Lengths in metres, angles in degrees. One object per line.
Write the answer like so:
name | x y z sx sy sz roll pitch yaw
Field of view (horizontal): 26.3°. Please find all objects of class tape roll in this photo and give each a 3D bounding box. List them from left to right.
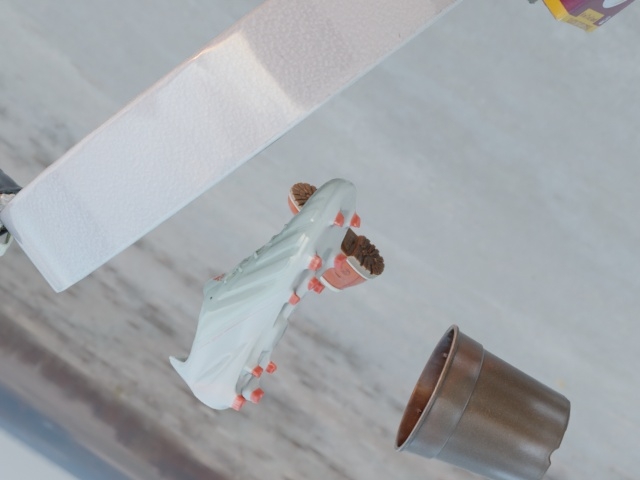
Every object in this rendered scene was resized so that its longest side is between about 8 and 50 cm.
tape roll | -0.046 -0.106 0.953 0.072 0.392 0.392 53 165 -5

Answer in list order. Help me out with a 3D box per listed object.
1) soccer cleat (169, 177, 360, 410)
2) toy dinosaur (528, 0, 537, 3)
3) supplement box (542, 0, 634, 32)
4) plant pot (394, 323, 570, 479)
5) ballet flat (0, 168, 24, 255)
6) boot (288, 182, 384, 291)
soccer cleat | -0.043 0.032 0.989 0.076 0.196 0.068 34 -169 18
toy dinosaur | 0.276 -0.323 1.567 0.093 0.183 0.053 -19 159 30
supplement box | 0.253 -0.252 1.069 0.081 0.188 0.104 59 -157 11
plant pot | 0.196 0.210 1.629 0.165 0.167 0.167 26 167 -2
ballet flat | -0.272 -0.008 1.035 0.074 0.074 0.203 34 -160 0
boot | 0.000 0.000 1.738 0.085 0.059 0.158 -30 105 40
